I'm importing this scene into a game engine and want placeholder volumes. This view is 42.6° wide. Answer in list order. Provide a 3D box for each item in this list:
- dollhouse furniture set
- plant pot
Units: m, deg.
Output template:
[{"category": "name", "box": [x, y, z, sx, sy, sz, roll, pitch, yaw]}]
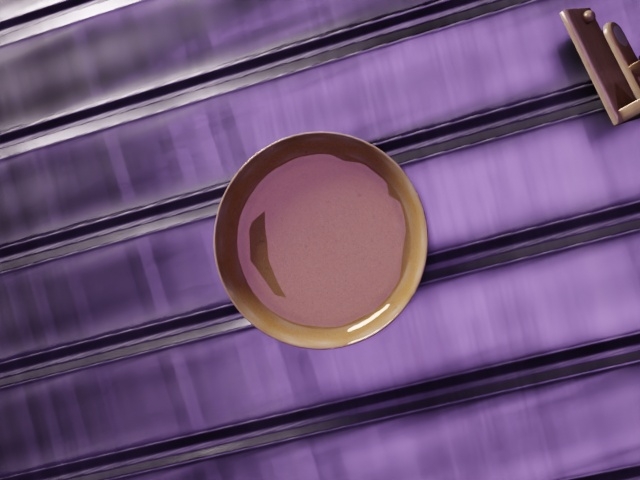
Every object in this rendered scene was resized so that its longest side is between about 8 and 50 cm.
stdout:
[{"category": "dollhouse furniture set", "box": [0.351, -0.208, 0.792, 0.151, 0.144, 0.123, -30, 82, 44]}, {"category": "plant pot", "box": [0.000, 0.000, 0.902, 0.236, 0.032, 0.236, 0, 89, 9]}]
